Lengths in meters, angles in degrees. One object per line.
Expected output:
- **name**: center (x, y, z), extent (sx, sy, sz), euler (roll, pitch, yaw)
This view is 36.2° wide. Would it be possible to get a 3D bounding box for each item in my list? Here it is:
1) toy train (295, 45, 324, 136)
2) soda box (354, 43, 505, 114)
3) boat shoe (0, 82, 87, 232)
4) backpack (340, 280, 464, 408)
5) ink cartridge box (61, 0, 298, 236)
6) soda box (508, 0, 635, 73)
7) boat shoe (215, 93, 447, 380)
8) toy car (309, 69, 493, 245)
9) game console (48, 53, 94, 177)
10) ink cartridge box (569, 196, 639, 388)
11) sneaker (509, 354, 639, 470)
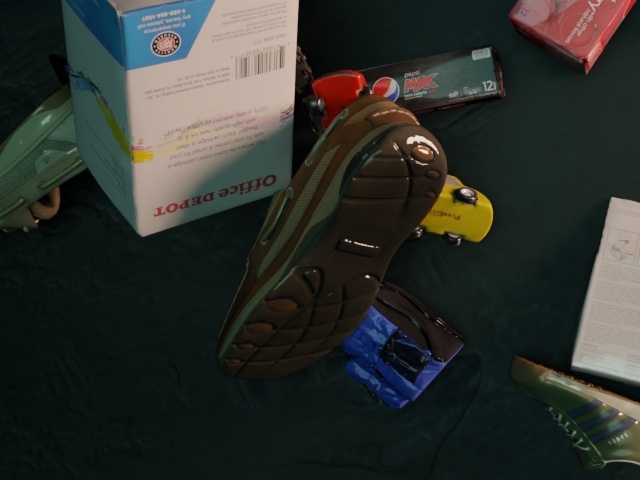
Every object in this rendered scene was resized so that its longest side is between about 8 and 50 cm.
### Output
- **toy train**: center (-0.001, -0.140, 1.056), extent (0.027, 0.036, 0.158), euler (-27, 88, 24)
- **soda box**: center (0.102, -0.159, 1.013), extent (0.168, 0.060, 0.053), euler (-8, 92, 16)
- **boat shoe**: center (-0.348, -0.053, 1.117), extent (0.302, 0.109, 0.098), euler (-37, 107, 27)
- **backpack**: center (0.070, 0.106, 1.013), extent (0.120, 0.098, 0.101), euler (42, 106, 10)
- **ink cartridge box**: center (-0.136, -0.158, 0.933), extent (0.168, 0.171, 0.233), euler (47, 145, 40)
- **soda box**: center (0.292, -0.298, 0.941), extent (0.092, 0.083, 0.263), euler (35, 100, 12)
- **boat shoe**: center (0.000, 0.000, 0.954), extent (0.324, 0.122, 0.120), euler (-53, 40, 24)
- **toy car**: center (0.031, -0.045, 1.022), extent (0.239, 0.053, 0.225), euler (42, 120, -17)
- **game console**: center (-0.245, -0.126, 1.100), extent (0.144, 0.085, 0.124), euler (22, 98, 15)
- **ink cartridge box**: center (0.338, 0.060, 0.974), extent (0.145, 0.045, 0.179), euler (13, 77, 16)
- **sneaker**: center (0.270, 0.187, 0.974), extent (0.192, 0.064, 0.086), euler (21, 93, 11)
